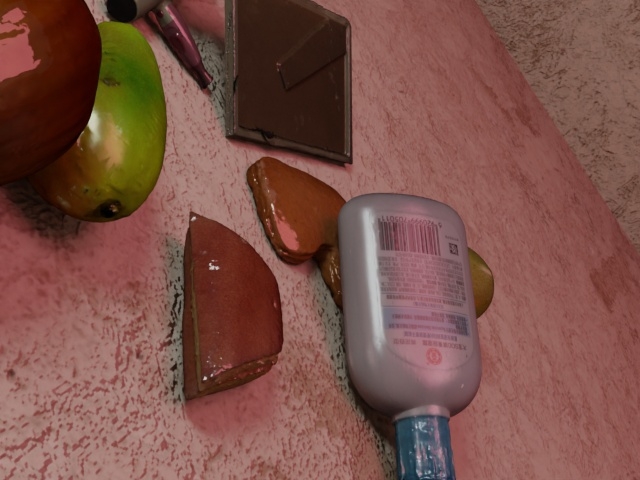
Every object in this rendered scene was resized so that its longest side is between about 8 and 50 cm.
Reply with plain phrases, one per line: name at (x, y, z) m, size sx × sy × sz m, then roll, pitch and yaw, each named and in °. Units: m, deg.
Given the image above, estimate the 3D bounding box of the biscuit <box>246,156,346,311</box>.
biscuit at (0.000, 0.000, 1.146) m, size 0.192 × 0.036 × 0.186 m, roll 23°, pitch 44°, yaw -48°

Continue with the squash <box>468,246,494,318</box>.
squash at (0.160, 0.058, 1.280) m, size 0.186 × 0.123 × 0.123 m, roll 26°, pitch 40°, yaw -54°

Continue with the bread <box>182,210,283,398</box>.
bread at (-0.076, 0.069, 0.894) m, size 0.119 × 0.067 × 0.192 m, roll 34°, pitch 35°, yaw -40°

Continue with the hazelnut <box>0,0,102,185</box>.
hazelnut at (-0.258, -0.116, 0.679) m, size 0.186 × 0.210 × 0.210 m, roll 53°, pitch 12°, yaw -72°

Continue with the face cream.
face cream at (0.103, 0.112, 1.087) m, size 0.163 × 0.080 × 0.337 m, roll 7°, pitch 64°, yaw -23°

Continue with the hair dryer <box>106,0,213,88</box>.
hair dryer at (-0.168, -0.237, 1.103) m, size 0.154 × 0.054 × 0.106 m, roll 50°, pitch 31°, yaw -25°

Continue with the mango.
mango at (-0.192, -0.109, 0.843) m, size 0.125 × 0.111 × 0.233 m, roll 44°, pitch 31°, yaw -40°

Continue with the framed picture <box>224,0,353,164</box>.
framed picture at (-0.032, -0.212, 1.242) m, size 0.281 × 0.019 × 0.209 m, roll 8°, pitch 80°, yaw -59°
